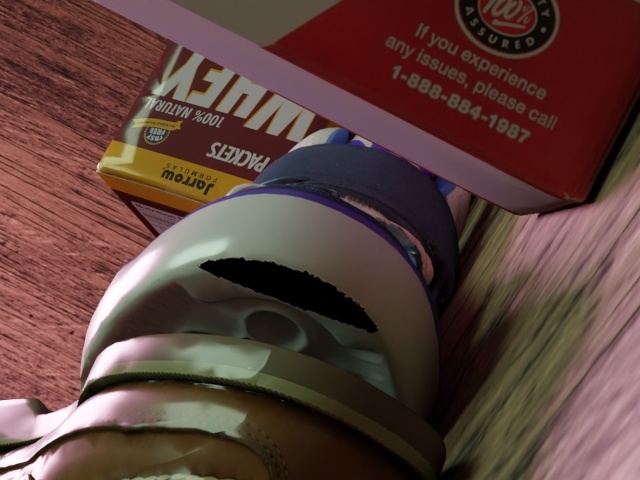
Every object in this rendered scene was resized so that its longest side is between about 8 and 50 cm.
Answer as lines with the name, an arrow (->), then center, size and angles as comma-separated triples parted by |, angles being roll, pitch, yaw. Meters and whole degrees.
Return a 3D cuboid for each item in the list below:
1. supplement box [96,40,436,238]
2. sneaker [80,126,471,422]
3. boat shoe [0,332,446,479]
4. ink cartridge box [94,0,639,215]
supplement box -> -0.007, -0.060, 0.863 | 0.191, 0.129, 0.194 | -63, -29, -17
sneaker -> 0.000, 0.000, 0.596 | 0.323, 0.130, 0.236 | 105, -174, -60
boat shoe -> -0.071, 0.113, 0.474 | 0.307, 0.110, 0.104 | -25, 34, 55
ink cartridge box -> 0.051, -0.173, 0.448 | 0.273, 0.197, 0.114 | -63, 0, -1
